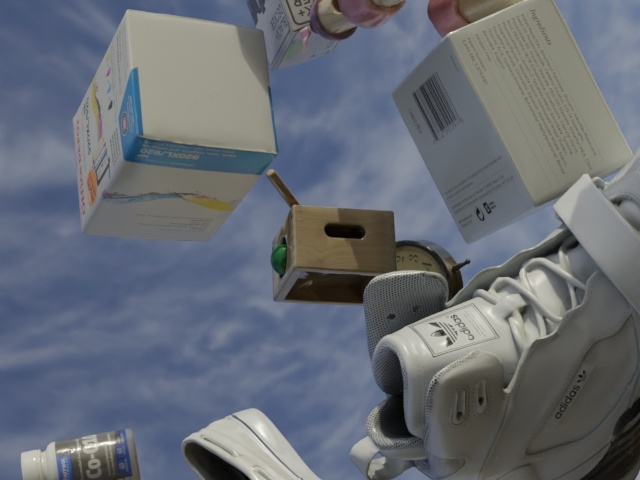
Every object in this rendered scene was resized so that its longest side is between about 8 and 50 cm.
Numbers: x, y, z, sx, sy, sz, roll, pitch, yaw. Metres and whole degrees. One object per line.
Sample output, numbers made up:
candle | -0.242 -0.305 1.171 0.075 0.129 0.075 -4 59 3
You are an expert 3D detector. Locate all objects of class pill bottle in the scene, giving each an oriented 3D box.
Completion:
pill bottle | -0.290 0.278 1.559 0.137 0.078 0.078 -9 -67 -10

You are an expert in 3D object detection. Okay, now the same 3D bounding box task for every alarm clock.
alarm clock | 0.111 0.059 1.736 0.064 0.192 0.129 -7 -72 -63

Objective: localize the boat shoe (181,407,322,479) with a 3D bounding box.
boat shoe | -0.037 0.246 1.122 0.084 0.258 0.095 -15 -59 -29

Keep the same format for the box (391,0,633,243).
box | 0.180 -0.113 1.241 0.119 0.181 0.182 -25 -94 -17

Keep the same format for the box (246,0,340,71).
box | -0.055 -0.363 1.505 0.087 0.169 0.290 -20 -93 -13

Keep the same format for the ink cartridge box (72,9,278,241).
ink cartridge box | -0.175 -0.124 1.491 0.168 0.233 0.171 4 -118 -25

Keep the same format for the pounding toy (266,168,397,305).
pounding toy | 0.000 0.000 1.360 0.130 0.141 0.100 123 148 -64

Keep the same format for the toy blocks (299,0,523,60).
toy blocks | 0.021 -0.345 1.276 0.308 0.260 0.289 0 -93 -28

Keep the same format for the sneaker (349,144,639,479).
sneaker | 0.161 0.038 0.856 0.210 0.137 0.366 8 -60 -28
